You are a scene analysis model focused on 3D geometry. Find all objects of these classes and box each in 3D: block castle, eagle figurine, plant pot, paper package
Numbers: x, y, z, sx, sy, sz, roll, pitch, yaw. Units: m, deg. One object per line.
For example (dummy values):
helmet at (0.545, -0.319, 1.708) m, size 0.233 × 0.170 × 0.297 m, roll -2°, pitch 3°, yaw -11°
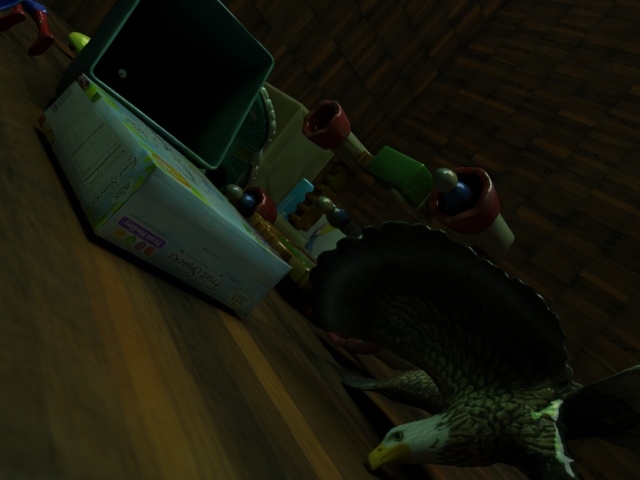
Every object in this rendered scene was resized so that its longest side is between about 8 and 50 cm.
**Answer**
block castle at (0.042, -0.037, 0.833) m, size 0.213 × 0.303 × 0.453 m, roll 40°, pitch 2°, yaw -41°
eagle figurine at (0.125, 0.132, 0.450) m, size 0.225 × 0.226 × 0.298 m, roll 18°, pitch 20°, yaw -31°
plant pot at (-0.216, -0.197, 0.643) m, size 0.234 × 0.166 × 0.165 m, roll 6°, pitch -25°, yaw 46°
paper package at (-0.156, -0.245, 1.400) m, size 0.168 × 0.309 × 0.325 m, roll 36°, pitch 5°, yaw -42°

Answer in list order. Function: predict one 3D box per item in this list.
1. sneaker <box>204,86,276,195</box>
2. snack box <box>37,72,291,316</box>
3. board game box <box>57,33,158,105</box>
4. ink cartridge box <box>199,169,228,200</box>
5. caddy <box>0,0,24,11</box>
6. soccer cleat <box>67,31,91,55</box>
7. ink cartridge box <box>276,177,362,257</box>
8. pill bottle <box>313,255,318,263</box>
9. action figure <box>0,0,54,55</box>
sneaker at (-0.158, -0.179, 0.934) m, size 0.107 × 0.110 × 0.275 m, roll 41°, pitch -43°, yaw 19°
snack box at (-0.143, -0.042, 0.471) m, size 0.207 × 0.070 × 0.174 m, roll 42°, pitch -1°, yaw 42°
board game box at (-0.327, -0.241, 0.907) m, size 0.224 × 0.097 × 0.303 m, roll 41°, pitch 2°, yaw -32°
ink cartridge box at (-0.253, -0.159, 1.112) m, size 0.150 × 0.063 × 0.109 m, roll 42°, pitch 1°, yaw -41°
caddy at (-0.378, -0.371, 0.491) m, size 0.179 × 0.241 × 0.341 m, roll 36°, pitch 1°, yaw 6°
soccer cleat at (-0.503, -0.435, 1.317) m, size 0.093 × 0.121 × 0.289 m, roll 44°, pitch 2°, yaw 43°
ink cartridge box at (0.000, 0.000, 1.230) m, size 0.232 × 0.168 × 0.171 m, roll 43°, pitch 2°, yaw 7°
pill bottle at (0.005, 0.072, 1.064) m, size 0.078 × 0.078 × 0.137 m, roll 43°, pitch 1°, yaw 8°
action figure at (-0.523, -0.404, 0.827) m, size 0.280 × 0.139 × 0.091 m, roll 68°, pitch 9°, yaw 24°
